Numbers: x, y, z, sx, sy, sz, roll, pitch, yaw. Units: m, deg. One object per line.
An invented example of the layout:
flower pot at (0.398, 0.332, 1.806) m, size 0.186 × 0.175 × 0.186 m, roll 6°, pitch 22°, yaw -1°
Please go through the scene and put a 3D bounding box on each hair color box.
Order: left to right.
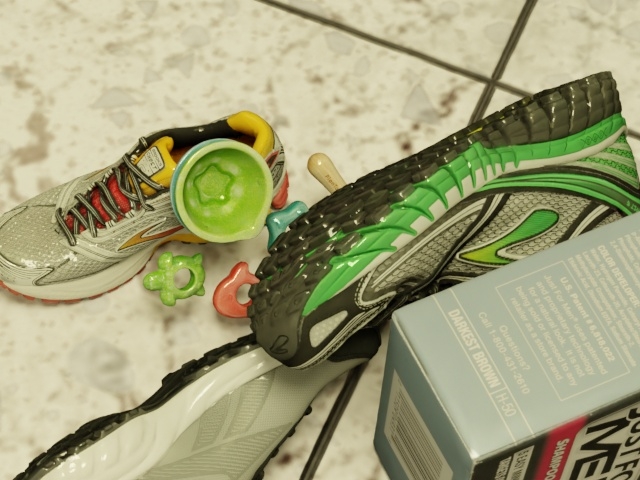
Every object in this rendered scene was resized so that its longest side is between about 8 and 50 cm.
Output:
hair color box at (0.227, 0.065, 1.187) m, size 0.374 × 0.185 × 0.114 m, roll -22°, pitch 63°, yaw -15°

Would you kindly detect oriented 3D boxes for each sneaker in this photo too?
sneaker at (-0.130, -0.033, 1.285) m, size 0.225 × 0.093 × 0.088 m, roll -24°, pitch 64°, yaw -15°
sneaker at (-0.068, 0.132, 1.200) m, size 0.271 × 0.100 × 0.108 m, roll -32°, pitch 94°, yaw -25°
sneaker at (0.100, 0.005, 1.206) m, size 0.343 × 0.134 × 0.146 m, roll -26°, pitch 94°, yaw -36°

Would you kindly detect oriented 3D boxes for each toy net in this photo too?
toy net at (0.000, 0.000, 1.263) m, size 0.232 × 0.045 × 0.122 m, roll 6°, pitch 97°, yaw -25°
